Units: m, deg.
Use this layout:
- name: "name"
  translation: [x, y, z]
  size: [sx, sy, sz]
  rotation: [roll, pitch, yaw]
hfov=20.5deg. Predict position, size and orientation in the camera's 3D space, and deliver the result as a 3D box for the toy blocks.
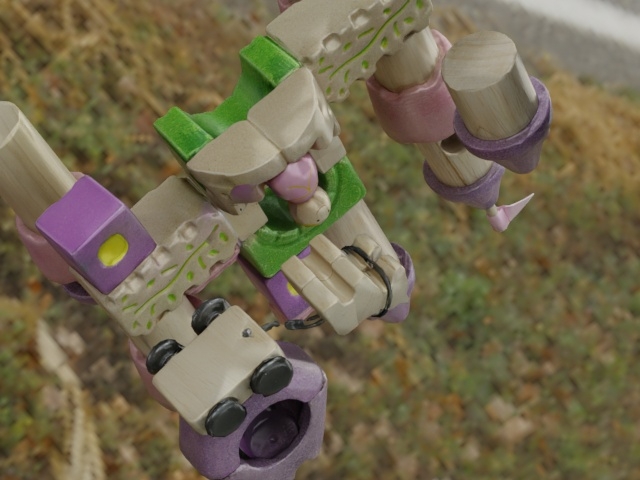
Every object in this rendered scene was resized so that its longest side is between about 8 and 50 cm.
- name: "toy blocks"
  translation: [0.000, 0.000, 1.053]
  size: [0.309, 0.288, 0.260]
  rotation: [42, -11, 41]
